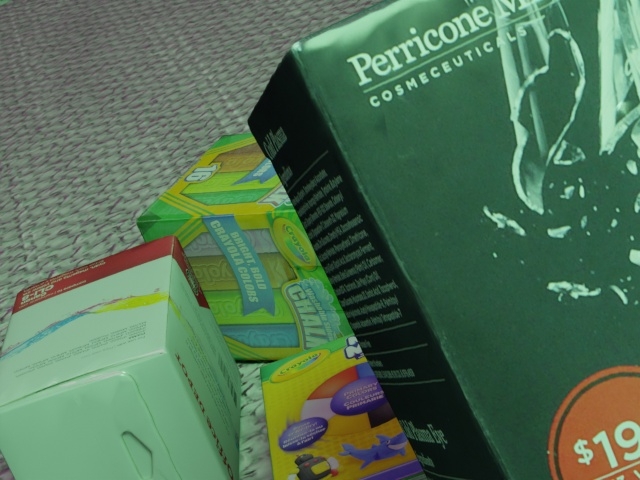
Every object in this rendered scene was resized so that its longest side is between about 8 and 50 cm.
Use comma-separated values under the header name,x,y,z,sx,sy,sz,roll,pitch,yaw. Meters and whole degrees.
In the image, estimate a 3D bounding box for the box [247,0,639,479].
name,x,y,z,sx,sy,sz,roll,pitch,yaw
box,0.189,-0.005,0.731,0.343,0.312,0.179,-27,-2,-10

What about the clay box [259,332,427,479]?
name,x,y,z,sx,sy,sz,roll,pitch,yaw
clay box,0.032,0.113,0.991,0.127,0.053,0.222,-20,24,2

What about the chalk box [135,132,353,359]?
name,x,y,z,sx,sy,sz,roll,pitch,yaw
chalk box,0.000,0.000,1.163,0.213,0.132,0.132,-4,29,35

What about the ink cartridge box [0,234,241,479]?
name,x,y,z,sx,sy,sz,roll,pitch,yaw
ink cartridge box,-0.132,0.103,1.058,0.127,0.128,0.176,-20,23,5
